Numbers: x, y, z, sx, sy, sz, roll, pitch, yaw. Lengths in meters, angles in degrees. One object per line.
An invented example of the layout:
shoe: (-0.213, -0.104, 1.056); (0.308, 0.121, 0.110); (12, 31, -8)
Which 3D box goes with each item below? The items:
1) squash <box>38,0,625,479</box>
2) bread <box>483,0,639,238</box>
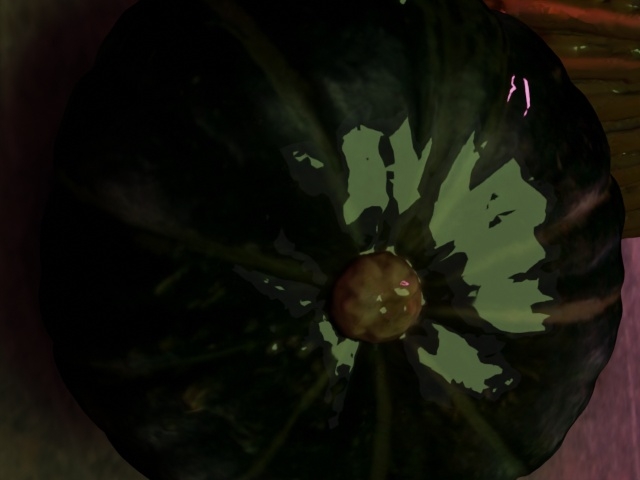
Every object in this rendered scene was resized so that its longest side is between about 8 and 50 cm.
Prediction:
squash: (0.003, 0.000, 0.679); (0.172, 0.218, 0.218); (-102, 180, -65)
bread: (0.148, -0.107, 0.870); (0.240, 0.139, 0.240); (-28, 127, -44)
